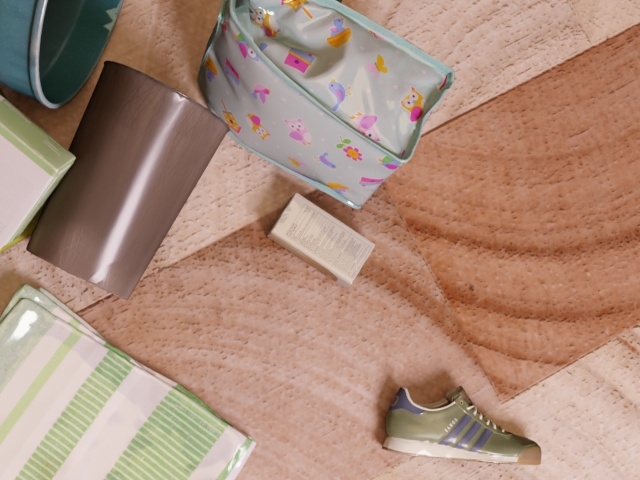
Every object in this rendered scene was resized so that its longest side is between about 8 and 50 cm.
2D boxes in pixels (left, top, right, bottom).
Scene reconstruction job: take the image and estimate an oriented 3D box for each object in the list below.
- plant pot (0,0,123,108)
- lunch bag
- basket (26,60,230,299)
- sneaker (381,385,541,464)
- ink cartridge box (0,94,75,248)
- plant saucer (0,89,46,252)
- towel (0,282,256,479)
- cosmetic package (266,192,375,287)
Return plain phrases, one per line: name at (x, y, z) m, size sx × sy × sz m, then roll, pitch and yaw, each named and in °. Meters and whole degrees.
plant pot at (-0.368, -0.314, 1.648) m, size 0.255 × 0.271 × 0.271 m, roll 20°, pitch 77°, yaw 6°
lunch bag at (-0.011, -0.177, 1.711) m, size 0.262 × 0.223 × 0.160 m, roll 32°, pitch 71°, yaw -4°
basket at (-0.221, -0.062, 1.677) m, size 0.154 × 0.204 × 0.226 m, roll 26°, pitch 85°, yaw 9°
sneaker at (0.170, 0.215, 1.768) m, size 0.192 × 0.064 × 0.086 m, roll 6°, pitch 85°, yaw -8°
ink cartridge box at (-0.399, -0.053, 1.634) m, size 0.171 × 0.056 × 0.235 m, roll 39°, pitch 116°, yaw -2°
plant saucer at (-0.404, -0.072, 1.702) m, size 0.188 × 0.045 × 0.188 m, roll -34°, pitch 90°, yaw -15°
towel at (-0.266, 0.234, 1.688) m, size 0.325 × 0.038 × 0.248 m, roll 34°, pitch 77°, yaw -5°
cosmetic package at (0.000, 0.000, 1.778) m, size 0.115 × 0.041 × 0.060 m, roll 35°, pitch 76°, yaw -5°
